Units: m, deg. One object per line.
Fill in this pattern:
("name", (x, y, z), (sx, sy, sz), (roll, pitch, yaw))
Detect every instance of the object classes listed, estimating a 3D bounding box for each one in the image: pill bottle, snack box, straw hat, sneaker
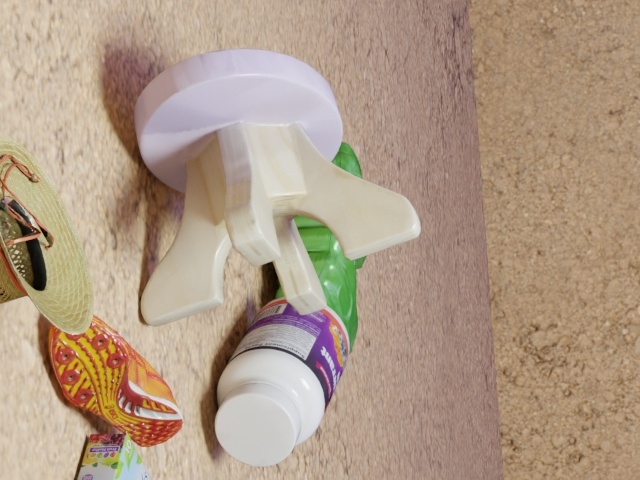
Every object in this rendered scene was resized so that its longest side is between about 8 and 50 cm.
("pill bottle", (-0.041, 0.141, 1.657), (0.193, 0.108, 0.108), (-61, 144, -63))
("snack box", (-0.158, 0.236, 1.339), (0.141, 0.037, 0.100), (70, 21, -43))
("straw hat", (-0.215, 0.007, 1.142), (0.144, 0.061, 0.144), (-21, 90, -78))
("sneaker", (-0.170, 0.103, 1.319), (0.067, 0.064, 0.175), (56, -2, 40))

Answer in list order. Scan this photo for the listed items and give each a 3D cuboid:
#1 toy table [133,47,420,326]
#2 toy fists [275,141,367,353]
("toy table", (-0.055, -0.038, 1.462), (0.274, 0.252, 0.161), (27, 43, -63))
("toy fists", (0.000, 0.000, 1.877), (0.279, 0.096, 0.142), (-79, 169, -48))
